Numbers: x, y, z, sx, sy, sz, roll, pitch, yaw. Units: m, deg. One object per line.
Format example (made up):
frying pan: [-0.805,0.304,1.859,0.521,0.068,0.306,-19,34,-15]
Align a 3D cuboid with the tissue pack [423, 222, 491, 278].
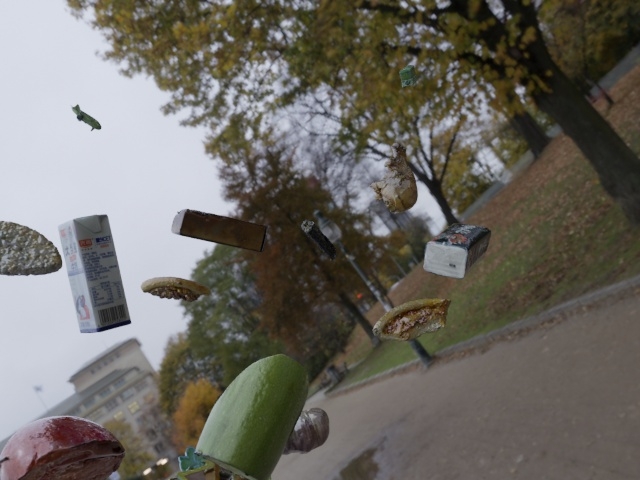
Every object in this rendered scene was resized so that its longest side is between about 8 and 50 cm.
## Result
tissue pack: [0.319,0.020,1.394,0.170,0.103,0.091,-27,-55,-54]

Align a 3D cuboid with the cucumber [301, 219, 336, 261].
cucumber: [0.000,0.000,2.151,0.053,0.181,0.053,-32,25,17]

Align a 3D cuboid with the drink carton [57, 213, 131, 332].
drink carton: [-0.624,0.092,1.653,0.106,0.315,0.130,-14,2,-44]

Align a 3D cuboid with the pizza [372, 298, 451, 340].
pizza: [0.272,0.226,1.734,0.270,0.056,0.134,-10,27,-14]

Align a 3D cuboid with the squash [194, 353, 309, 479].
squash: [-0.145,0.390,1.346,0.189,0.189,0.261,122,173,-66]

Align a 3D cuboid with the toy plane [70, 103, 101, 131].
toy plane: [-0.736,-0.383,1.885,0.040,0.111,0.102,-48,14,-8]

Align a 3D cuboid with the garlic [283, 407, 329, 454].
garlic: [-0.050,0.475,1.482,0.159,0.102,0.147,-12,-7,-15]

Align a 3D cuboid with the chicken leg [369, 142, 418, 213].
chicken leg: [0.175,-0.149,1.421,0.101,0.208,0.085,-13,-41,21]

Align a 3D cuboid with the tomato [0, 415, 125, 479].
tomato: [-0.629,0.508,1.424,0.308,0.170,0.309,-35,-25,-19]

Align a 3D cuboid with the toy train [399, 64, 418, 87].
toy train: [0.261,-0.489,1.793,0.038,0.057,0.093,-9,21,23]

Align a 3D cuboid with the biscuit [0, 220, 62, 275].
biscuit: [-0.802,0.026,1.554,0.188,0.265,0.040,-76,14,-52]

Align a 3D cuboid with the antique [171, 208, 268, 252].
antique: [-0.329,-0.035,1.975,0.309,0.094,0.087,13,-1,-34]

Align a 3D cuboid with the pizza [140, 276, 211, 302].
pizza: [-0.512,0.173,2.124,0.127,0.246,0.058,116,164,-60]

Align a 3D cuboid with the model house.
model house: [-0.325,0.738,1.851,0.243,0.312,0.358,-54,22,18]
